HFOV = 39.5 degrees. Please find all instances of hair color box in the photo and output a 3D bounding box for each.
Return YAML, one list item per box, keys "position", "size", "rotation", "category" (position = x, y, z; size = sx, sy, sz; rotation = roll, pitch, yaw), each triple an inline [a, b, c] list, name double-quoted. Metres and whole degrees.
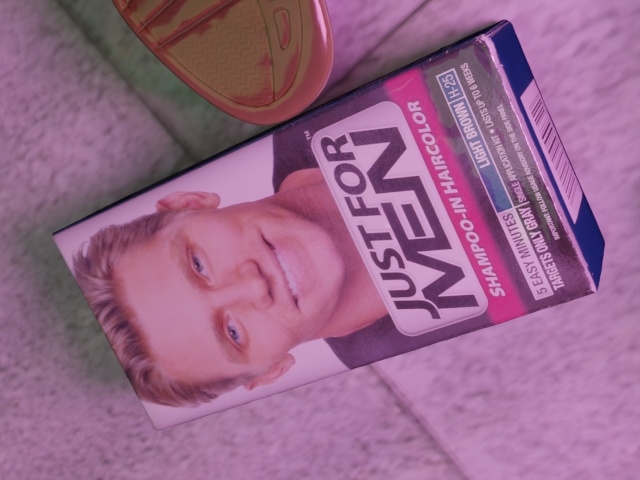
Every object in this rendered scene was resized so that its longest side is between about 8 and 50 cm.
- position: [0.000, 0.000, 0.630]
  size: [0.347, 0.105, 0.173]
  rotation: [-22, 100, 25]
  category: "hair color box"

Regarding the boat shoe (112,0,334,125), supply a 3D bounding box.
- position: [-0.101, -0.227, 0.585]
  size: [0.122, 0.110, 0.341]
  rotation: [-34, 91, 11]
  category: "boat shoe"
